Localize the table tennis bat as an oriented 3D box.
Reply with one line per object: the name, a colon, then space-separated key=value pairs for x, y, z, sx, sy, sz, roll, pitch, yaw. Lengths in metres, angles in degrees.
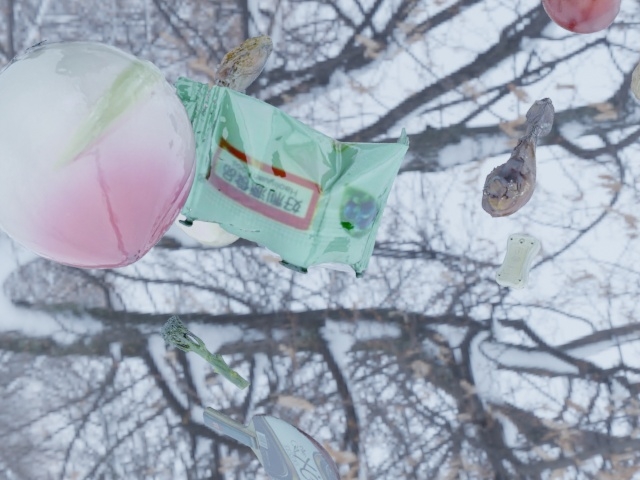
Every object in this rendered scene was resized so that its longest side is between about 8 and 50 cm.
table tennis bat: x=-0.083 y=0.343 z=1.560 sx=0.301 sy=0.022 sz=0.173 roll=19 pitch=-48 yaw=35

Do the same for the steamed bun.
steamed bun: x=-0.292 y=-0.087 z=1.222 sx=0.309 sy=0.309 sz=0.309 roll=174 pitch=-90 yaw=-68

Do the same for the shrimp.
shrimp: x=-0.175 y=-0.305 z=1.739 sx=0.262 sy=0.117 sz=0.066 roll=-43 pitch=-112 yaw=48

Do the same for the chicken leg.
chicken leg: x=0.395 y=-0.166 z=1.812 sx=0.304 sy=0.093 sz=0.113 roll=-59 pitch=174 yaw=-29

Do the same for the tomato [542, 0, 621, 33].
tomato: x=0.449 y=-0.456 z=1.631 sx=0.195 sy=0.136 sz=0.195 roll=-7 pitch=90 yaw=-76

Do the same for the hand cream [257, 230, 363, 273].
hand cream: x=0.000 y=0.000 z=1.823 sx=0.076 sy=0.336 sz=0.121 roll=21 pitch=-81 yaw=37

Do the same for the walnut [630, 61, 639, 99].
walnut: x=0.527 y=-0.255 z=1.456 sx=0.082 sy=0.079 sz=0.096 roll=37 pitch=-79 yaw=53

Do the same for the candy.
candy: x=-0.069 y=-0.103 z=1.525 sx=0.172 sy=0.397 sz=0.263 roll=-85 pitch=-166 yaw=-64

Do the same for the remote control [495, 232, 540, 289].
remote control: x=0.425 y=0.045 z=2.018 sx=0.074 sy=0.032 sz=0.122 roll=15 pitch=-103 yaw=34

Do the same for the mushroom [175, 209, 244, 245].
mushroom: x=-0.274 y=-0.106 z=2.379 sx=0.246 sy=0.202 sz=0.246 roll=26 pitch=-46 yaw=30

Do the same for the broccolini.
broccolini: x=-0.240 y=0.243 z=1.927 sx=0.216 sy=0.058 sz=0.067 roll=43 pitch=0 yaw=-11
